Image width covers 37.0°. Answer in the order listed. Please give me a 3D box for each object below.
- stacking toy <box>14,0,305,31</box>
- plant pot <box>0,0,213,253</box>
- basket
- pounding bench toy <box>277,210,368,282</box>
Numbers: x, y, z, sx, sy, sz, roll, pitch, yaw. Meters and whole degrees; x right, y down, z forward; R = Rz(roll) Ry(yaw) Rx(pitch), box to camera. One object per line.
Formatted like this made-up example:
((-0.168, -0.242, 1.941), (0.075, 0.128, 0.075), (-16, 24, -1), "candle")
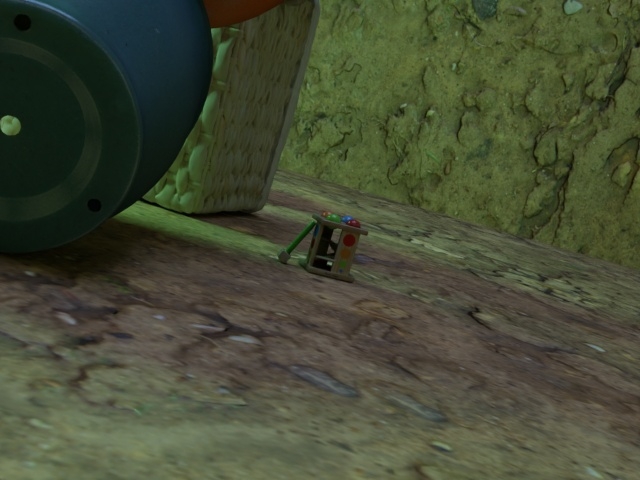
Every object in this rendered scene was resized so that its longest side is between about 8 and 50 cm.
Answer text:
((-0.275, -0.257, 0.948), (0.350, 0.480, 0.350), (50, -4, 4), "stacking toy")
((-0.222, -0.119, 0.747), (0.272, 0.271, 0.255), (15, 22, -12), "plant pot")
((-0.219, -0.224, 1.301), (0.328, 0.331, 0.266), (19, 11, 13), "basket")
((0.000, 0.000, 1.023), (0.083, 0.065, 0.052), (14, 7, -15), "pounding bench toy")
